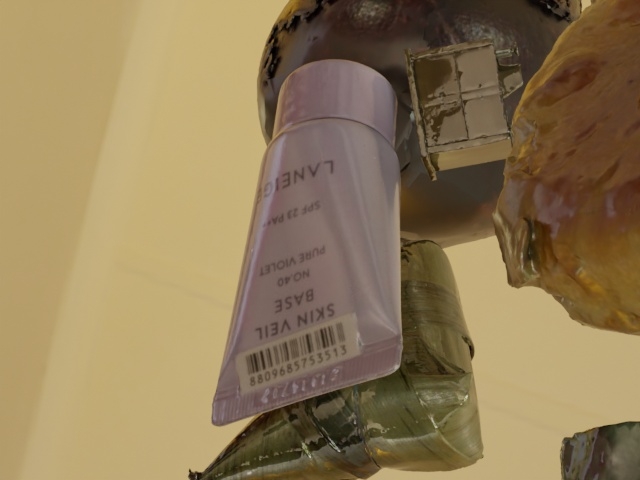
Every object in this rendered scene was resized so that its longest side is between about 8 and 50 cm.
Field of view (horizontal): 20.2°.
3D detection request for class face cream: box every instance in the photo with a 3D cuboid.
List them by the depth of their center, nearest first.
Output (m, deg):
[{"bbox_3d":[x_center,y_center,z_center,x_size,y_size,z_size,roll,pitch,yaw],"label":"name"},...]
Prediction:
[{"bbox_3d":[0.000,0.000,1.262,0.154,0.096,0.274,-18,-134,27],"label":"face cream"}]

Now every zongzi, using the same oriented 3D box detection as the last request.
[{"bbox_3d":[0.009,0.109,1.498,0.242,0.112,0.221,-14,-142,8],"label":"zongzi"}]

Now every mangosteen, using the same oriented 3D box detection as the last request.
[{"bbox_3d":[0.109,-0.192,1.997,0.381,0.381,0.421,42,-33,55],"label":"mangosteen"}]

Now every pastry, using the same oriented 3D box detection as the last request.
[{"bbox_3d":[0.177,-0.049,0.806,0.229,0.100,0.218,-45,-149,5],"label":"pastry"}]

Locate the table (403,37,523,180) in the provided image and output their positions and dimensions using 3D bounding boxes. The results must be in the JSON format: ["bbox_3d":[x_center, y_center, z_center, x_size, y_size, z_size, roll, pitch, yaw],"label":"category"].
[{"bbox_3d":[0.111,-0.099,1.327,0.070,0.082,0.083,53,27,-74],"label":"table"}]

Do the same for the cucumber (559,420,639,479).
[{"bbox_3d":[0.132,0.179,0.695,0.062,0.078,0.211,84,7,-72],"label":"cucumber"}]
